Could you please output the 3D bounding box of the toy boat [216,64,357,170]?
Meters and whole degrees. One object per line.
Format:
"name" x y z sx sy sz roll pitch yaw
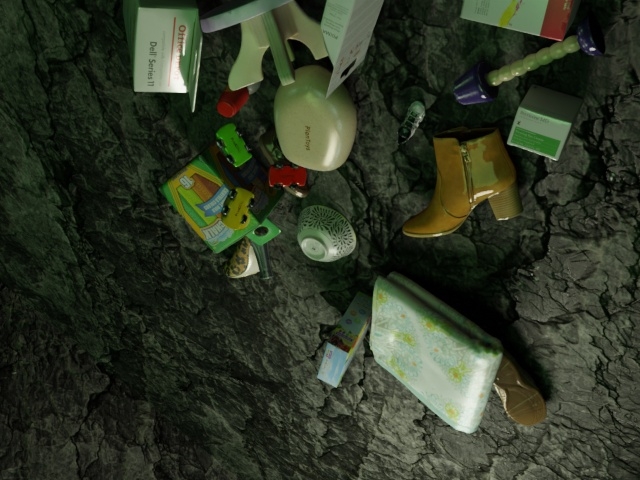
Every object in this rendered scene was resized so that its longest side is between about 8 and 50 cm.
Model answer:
"toy boat" -0.066 -0.301 1.512 0.318 0.148 0.267 19 141 9

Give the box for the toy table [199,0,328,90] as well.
"toy table" -0.085 -0.415 1.344 0.274 0.252 0.161 -14 118 18

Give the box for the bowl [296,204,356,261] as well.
"bowl" 0.000 0.000 1.765 0.170 0.080 0.170 19 136 19

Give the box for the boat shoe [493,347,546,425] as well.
"boat shoe" 0.500 0.365 1.762 0.104 0.089 0.285 -26 115 18

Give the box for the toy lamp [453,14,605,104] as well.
"toy lamp" 0.368 -0.316 1.233 0.274 0.080 0.080 -15 117 40

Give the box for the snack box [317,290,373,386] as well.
"snack box" 0.074 0.269 1.860 0.070 0.207 0.175 27 137 12

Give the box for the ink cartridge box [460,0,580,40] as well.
"ink cartridge box" 0.338 -0.426 1.112 0.176 0.128 0.127 19 135 18

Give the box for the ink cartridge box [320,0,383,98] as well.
"ink cartridge box" 0.056 -0.408 1.276 0.066 0.189 0.232 33 139 6

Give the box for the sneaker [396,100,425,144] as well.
"sneaker" 0.186 -0.241 1.428 0.038 0.069 0.098 27 138 10

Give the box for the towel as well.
"towel" 0.278 0.285 1.750 0.374 0.090 0.321 35 143 32

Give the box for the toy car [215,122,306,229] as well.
"toy car" -0.173 -0.171 1.575 0.225 0.239 0.053 61 164 -25

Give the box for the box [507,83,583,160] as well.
"box" 0.417 -0.221 1.263 0.101 0.102 0.087 23 135 17

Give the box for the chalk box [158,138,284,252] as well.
"chalk box" -0.227 -0.101 1.732 0.180 0.179 0.289 -32 105 33

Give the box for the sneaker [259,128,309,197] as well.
"sneaker" -0.075 -0.188 1.658 0.071 0.066 0.188 -21 114 38

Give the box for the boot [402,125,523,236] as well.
"boot" 0.275 -0.129 1.459 0.295 0.104 0.211 -13 114 35

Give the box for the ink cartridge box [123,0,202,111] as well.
"ink cartridge box" -0.332 -0.448 1.396 0.119 0.354 0.207 -3 141 -20

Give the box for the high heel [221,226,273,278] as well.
"high heel" -0.224 0.012 1.957 0.261 0.093 0.186 0 103 52
